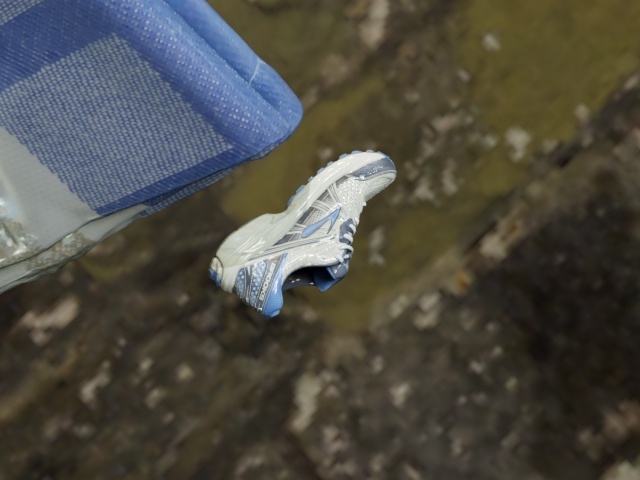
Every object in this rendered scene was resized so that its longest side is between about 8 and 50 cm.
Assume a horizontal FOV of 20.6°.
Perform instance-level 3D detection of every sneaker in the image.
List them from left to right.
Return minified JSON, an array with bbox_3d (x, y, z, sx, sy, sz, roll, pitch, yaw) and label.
[{"bbox_3d":[0.000,0.000,1.042,0.135,0.058,0.052,-38,164,-23],"label":"sneaker"}]

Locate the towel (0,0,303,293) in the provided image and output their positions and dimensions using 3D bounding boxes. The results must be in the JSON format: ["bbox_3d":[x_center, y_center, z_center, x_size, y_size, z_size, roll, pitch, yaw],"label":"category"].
[{"bbox_3d":[-0.166,-0.046,0.463,0.285,0.209,0.034,-23,-145,38],"label":"towel"}]
